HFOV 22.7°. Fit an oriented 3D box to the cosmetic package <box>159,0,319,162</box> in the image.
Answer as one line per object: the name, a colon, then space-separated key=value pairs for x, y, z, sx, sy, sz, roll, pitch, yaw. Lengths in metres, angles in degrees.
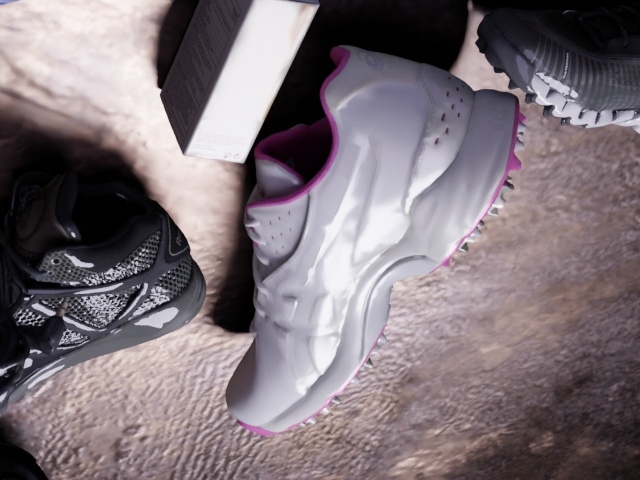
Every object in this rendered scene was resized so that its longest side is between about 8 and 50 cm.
cosmetic package: x=-0.047 y=-0.106 z=0.891 sx=0.041 sy=0.060 sz=0.115 roll=6 pitch=132 yaw=-29

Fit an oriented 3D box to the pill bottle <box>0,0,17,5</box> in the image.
pill bottle: x=-0.145 y=-0.155 z=0.567 sx=0.272 sy=0.152 sz=0.152 roll=-11 pitch=140 yaw=17

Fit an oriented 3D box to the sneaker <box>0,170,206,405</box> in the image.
sneaker: x=-0.190 y=0.031 z=0.952 sx=0.227 sy=0.087 sz=0.130 roll=-23 pitch=136 yaw=-4

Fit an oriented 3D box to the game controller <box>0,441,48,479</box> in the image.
game controller: x=-0.324 y=0.254 z=1.092 sx=0.319 sy=0.067 sz=0.166 roll=-19 pitch=95 yaw=-5

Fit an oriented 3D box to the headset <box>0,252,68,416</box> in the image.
headset: x=-0.241 y=-0.097 z=0.723 sx=0.243 sy=0.185 sz=0.394 roll=-25 pitch=126 yaw=3

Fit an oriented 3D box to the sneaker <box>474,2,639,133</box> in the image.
sneaker: x=0.195 y=-0.117 z=0.976 sx=0.234 sy=0.078 sz=0.106 roll=15 pitch=122 yaw=-38

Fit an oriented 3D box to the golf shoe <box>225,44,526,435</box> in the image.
golf shoe: x=0.000 y=0.000 z=1.004 sx=0.140 sy=0.115 sz=0.306 roll=27 pitch=124 yaw=-14
